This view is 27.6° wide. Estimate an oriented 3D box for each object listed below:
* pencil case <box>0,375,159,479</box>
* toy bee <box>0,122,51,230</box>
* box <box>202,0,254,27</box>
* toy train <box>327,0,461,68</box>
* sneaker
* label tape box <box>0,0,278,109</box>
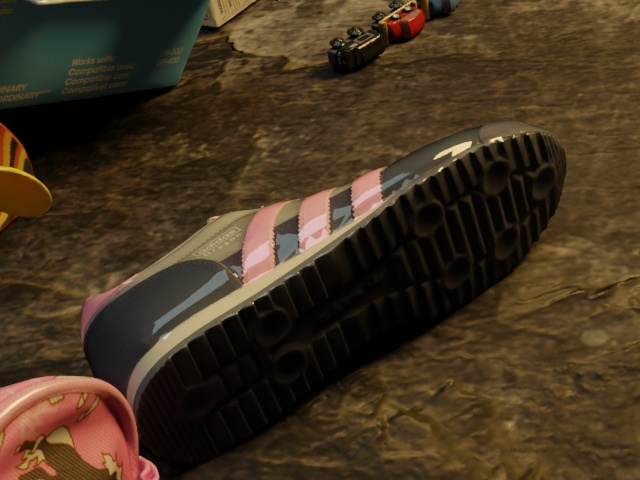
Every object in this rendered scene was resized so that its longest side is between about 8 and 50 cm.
[{"bbox_3d":[-0.276,0.120,0.659,0.386,0.160,0.167,6,44,27],"label":"pencil case"},{"bbox_3d":[-0.277,-0.018,0.865,0.195,0.162,0.298,-12,33,-2],"label":"toy bee"},{"bbox_3d":[-0.154,-0.288,1.265,0.203,0.114,0.103,15,44,37],"label":"box"},{"bbox_3d":[0.070,-0.189,1.119,0.036,0.027,0.158,25,49,39],"label":"toy train"},{"bbox_3d":[0.000,0.000,0.783,0.319,0.112,0.131,-28,39,-23],"label":"sneaker"},{"bbox_3d":[-0.244,-0.170,1.054,0.348,0.115,0.249,18,21,36],"label":"label tape box"}]
